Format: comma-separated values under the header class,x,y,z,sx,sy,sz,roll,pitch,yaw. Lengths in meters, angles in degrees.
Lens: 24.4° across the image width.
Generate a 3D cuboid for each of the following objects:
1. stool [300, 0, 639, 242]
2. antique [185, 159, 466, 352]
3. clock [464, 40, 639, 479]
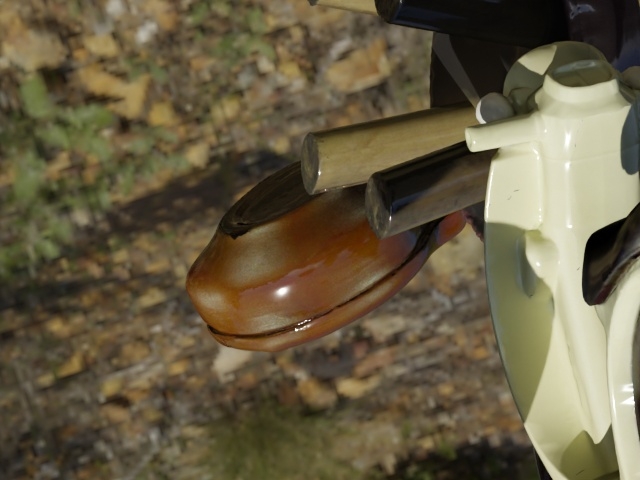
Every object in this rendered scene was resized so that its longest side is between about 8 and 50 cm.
class,x,y,z,sx,sy,sz,roll,pitch,yaw
stool,0.100,-0.120,1.089,0.179,0.272,0.272,-4,174,-18
antique,0.000,0.000,1.452,0.278,0.129,0.223,-30,-161,-5
clock,0.160,0.037,0.658,0.120,0.276,0.379,-11,-177,-11
